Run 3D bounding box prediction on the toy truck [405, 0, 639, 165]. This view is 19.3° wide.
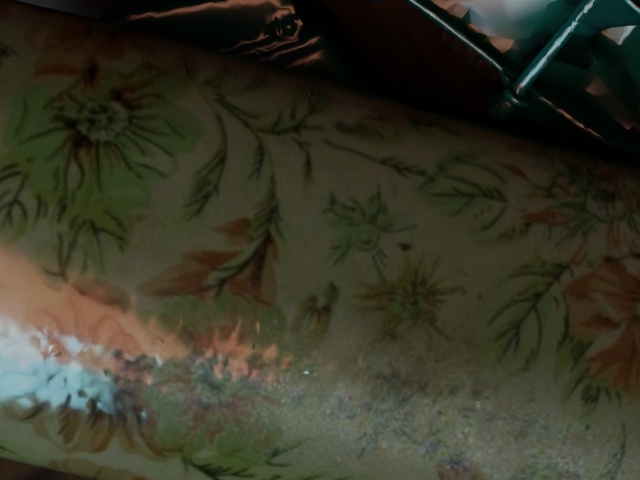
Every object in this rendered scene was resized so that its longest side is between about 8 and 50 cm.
[{"bbox_3d":[0.065,-0.113,0.706,0.216,0.116,0.110,37,114,-6],"label":"toy truck"}]

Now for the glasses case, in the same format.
[{"bbox_3d":[0.023,0.029,0.676,0.425,0.098,0.156,14,92,-11],"label":"glasses case"}]

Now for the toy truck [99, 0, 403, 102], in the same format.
[{"bbox_3d":[0.000,0.000,0.773,0.124,0.114,0.253,-40,101,11],"label":"toy truck"}]

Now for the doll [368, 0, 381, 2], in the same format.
[{"bbox_3d":[0.113,-0.182,0.581,0.195,0.258,0.153,-12,113,47],"label":"doll"}]
